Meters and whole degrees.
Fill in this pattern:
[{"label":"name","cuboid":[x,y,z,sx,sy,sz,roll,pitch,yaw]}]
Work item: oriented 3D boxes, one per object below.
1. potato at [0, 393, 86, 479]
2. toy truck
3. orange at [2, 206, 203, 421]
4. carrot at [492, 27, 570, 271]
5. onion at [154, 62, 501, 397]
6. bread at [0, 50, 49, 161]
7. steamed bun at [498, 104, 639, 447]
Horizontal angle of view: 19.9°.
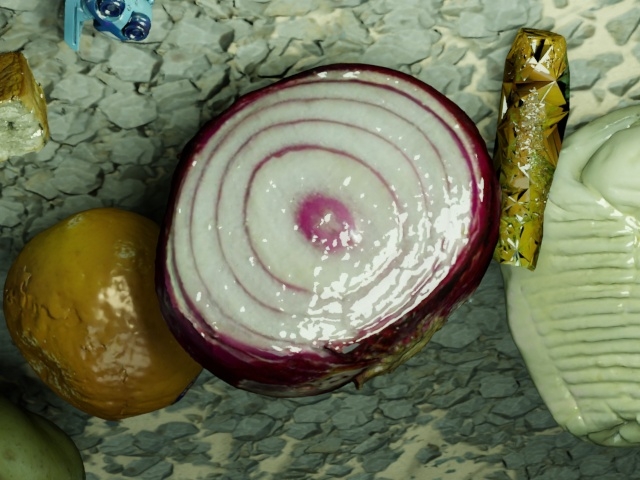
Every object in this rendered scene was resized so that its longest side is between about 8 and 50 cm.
[{"label":"potato","cuboid":[-0.376,0.279,2.075,0.218,0.202,0.351,-29,153,8]},{"label":"toy truck","cuboid":[-0.192,-0.200,1.586,0.090,0.056,0.073,-16,141,32]},{"label":"orange","cuboid":[-0.208,0.072,1.815,0.219,0.193,0.219,26,163,8]},{"label":"carrot","cuboid":[0.193,-0.085,1.723,0.069,0.069,0.229,2,109,-14]},{"label":"onion","cuboid":[0.000,0.000,1.709,0.336,0.282,0.260,-43,170,-11]},{"label":"bread","cuboid":[-0.291,-0.121,1.652,0.076,0.070,0.083,-13,141,4]},{"label":"steamed bun","cuboid":[0.364,0.029,1.830,0.339,0.352,0.247,-13,-168,41]}]
